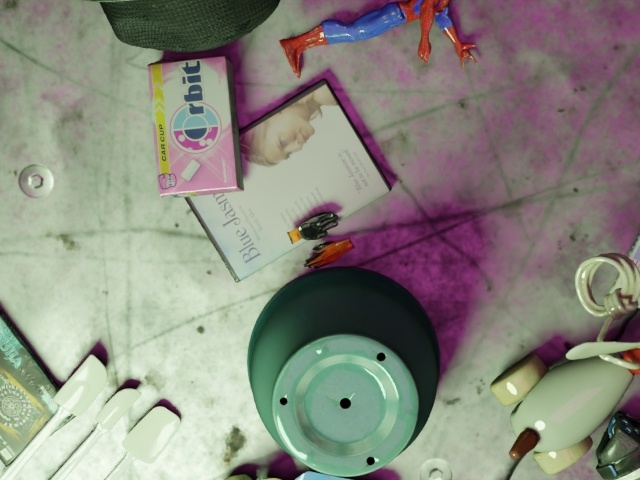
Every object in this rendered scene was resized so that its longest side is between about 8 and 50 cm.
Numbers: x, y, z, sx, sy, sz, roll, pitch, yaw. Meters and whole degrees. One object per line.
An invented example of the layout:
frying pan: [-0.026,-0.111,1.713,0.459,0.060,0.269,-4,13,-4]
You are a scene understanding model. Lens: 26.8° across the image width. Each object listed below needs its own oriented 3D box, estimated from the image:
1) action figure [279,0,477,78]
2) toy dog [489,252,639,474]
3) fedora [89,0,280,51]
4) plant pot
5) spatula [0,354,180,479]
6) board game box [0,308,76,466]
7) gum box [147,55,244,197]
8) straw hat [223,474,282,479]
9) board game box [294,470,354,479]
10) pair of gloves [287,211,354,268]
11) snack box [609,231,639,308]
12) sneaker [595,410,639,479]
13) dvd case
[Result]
action figure: [0.102,-0.263,1.789,0.280,0.091,0.139,-26,90,4]
toy dog: [0.355,0.199,1.761,0.220,0.161,0.333,36,123,8]
fedora: [-0.169,-0.336,1.724,0.334,0.334,0.152,-13,127,2]
plant pot: [0.032,0.184,1.760,0.272,0.255,0.271,0,96,0]
spatula: [-0.329,0.297,1.879,0.168,0.019,0.242,38,96,-19]
board game box: [-0.443,0.206,1.878,0.126,0.026,0.186,-35,96,3]
gum box: [-0.167,-0.155,1.801,0.107,0.062,0.188,-5,87,5]
straw hat: [-0.114,0.362,1.877,0.144,0.144,0.061,-43,54,5]
board game box: [0.021,0.386,1.894,0.169,0.033,0.133,12,108,-6]
pair of gloves: [0.000,0.000,1.844,0.074,0.010,0.083,-27,125,2]
snack box: [0.468,0.008,1.853,0.064,0.022,0.178,25,96,-2]
sneaker: [0.473,0.261,1.857,0.217,0.079,0.121,-45,90,2]
dvd case: [-0.055,-0.082,1.845,0.253,0.022,0.180,-31,96,4]
